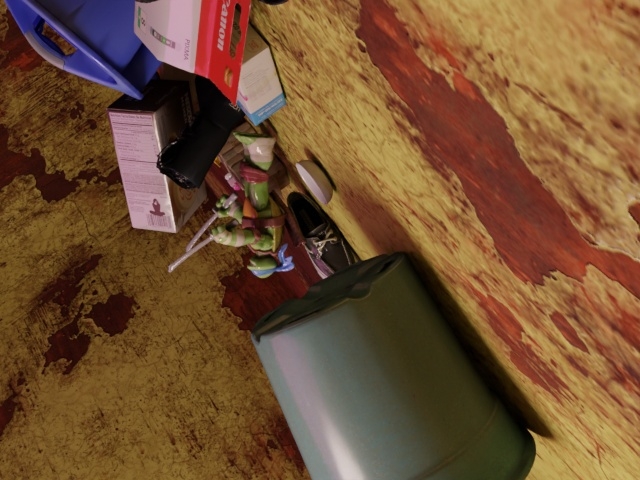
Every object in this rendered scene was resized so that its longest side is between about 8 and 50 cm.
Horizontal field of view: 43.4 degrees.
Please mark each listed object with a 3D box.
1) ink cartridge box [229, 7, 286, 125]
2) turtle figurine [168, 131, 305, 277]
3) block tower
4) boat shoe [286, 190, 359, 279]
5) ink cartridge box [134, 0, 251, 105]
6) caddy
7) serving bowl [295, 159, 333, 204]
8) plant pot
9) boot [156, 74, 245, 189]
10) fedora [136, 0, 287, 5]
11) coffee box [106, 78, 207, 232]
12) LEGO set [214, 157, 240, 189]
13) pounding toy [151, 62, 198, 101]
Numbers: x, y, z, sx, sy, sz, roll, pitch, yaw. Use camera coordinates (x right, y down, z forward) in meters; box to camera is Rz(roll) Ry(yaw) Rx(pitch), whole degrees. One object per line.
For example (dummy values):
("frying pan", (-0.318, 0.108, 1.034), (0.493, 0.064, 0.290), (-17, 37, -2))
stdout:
("ink cartridge box", (-0.113, -0.255, 1.123), (0.104, 0.061, 0.181), (51, 172, 22))
("turtle figurine", (-0.170, -0.066, 1.482), (0.274, 0.267, 0.197), (9, -170, 21))
("block tower", (-0.190, -0.215, 1.675), (0.335, 0.091, 0.097), (52, 172, 19))
("boat shoe", (0.000, 0.000, 1.530), (0.219, 0.077, 0.070), (53, 174, 21))
("ink cartridge box", (-0.164, -0.294, 0.994), (0.225, 0.056, 0.181), (50, 140, 39))
("caddy", (-0.405, -0.374, 1.336), (0.341, 0.179, 0.241), (40, 179, 9))
("serving bowl", (-0.005, -0.099, 1.301), (0.083, 0.027, 0.083), (53, 172, 11))
("plant pot", (0.083, 0.218, 1.171), (0.334, 0.341, 0.341), (62, 172, -5))
("boot", (-0.212, -0.198, 1.396), (0.094, 0.207, 0.246), (36, 180, -26))
("fedora", (-0.158, -0.327, 0.734), (0.334, 0.152, 0.334), (52, 173, 10))
("coffee box", (-0.296, -0.157, 1.486), (0.141, 0.098, 0.247), (-61, -27, -52))
("LEGO set", (-0.219, -0.191, 1.805), (0.107, 0.132, 0.287), (44, -169, 27))
("pounding toy", (-0.306, -0.324, 1.572), (0.181, 0.094, 0.206), (47, 143, 42))
